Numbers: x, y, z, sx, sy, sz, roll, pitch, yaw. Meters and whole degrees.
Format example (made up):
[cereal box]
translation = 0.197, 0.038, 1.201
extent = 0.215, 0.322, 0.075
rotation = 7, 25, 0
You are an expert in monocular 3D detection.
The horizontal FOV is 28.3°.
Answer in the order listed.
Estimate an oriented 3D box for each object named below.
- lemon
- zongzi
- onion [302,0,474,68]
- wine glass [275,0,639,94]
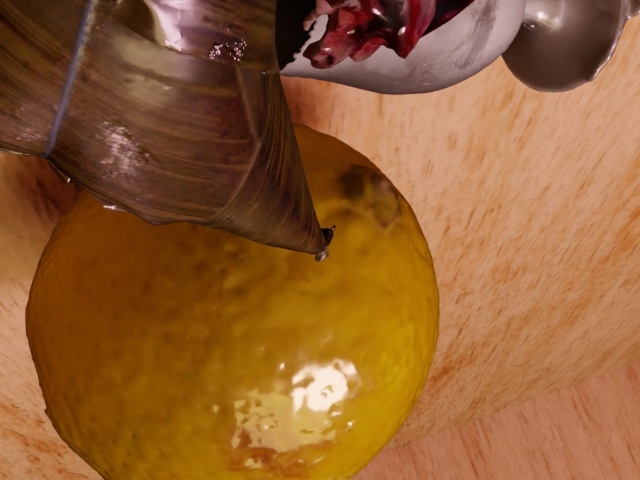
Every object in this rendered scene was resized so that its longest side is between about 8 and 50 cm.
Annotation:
[lemon]
translation = -0.055, 0.049, 0.790
extent = 0.267, 0.267, 0.267
rotation = -19, 162, -6
[zongzi]
translation = -0.035, -0.091, 0.501
extent = 0.242, 0.112, 0.221
rotation = 28, 134, -24
[onion]
translation = 0.063, -0.180, 0.423
extent = 0.283, 0.120, 0.227
rotation = -46, 164, 30
[wine glass]
translation = 0.057, -0.122, 0.644
extent = 0.222, 0.103, 0.103
rotation = -7, 158, -40
